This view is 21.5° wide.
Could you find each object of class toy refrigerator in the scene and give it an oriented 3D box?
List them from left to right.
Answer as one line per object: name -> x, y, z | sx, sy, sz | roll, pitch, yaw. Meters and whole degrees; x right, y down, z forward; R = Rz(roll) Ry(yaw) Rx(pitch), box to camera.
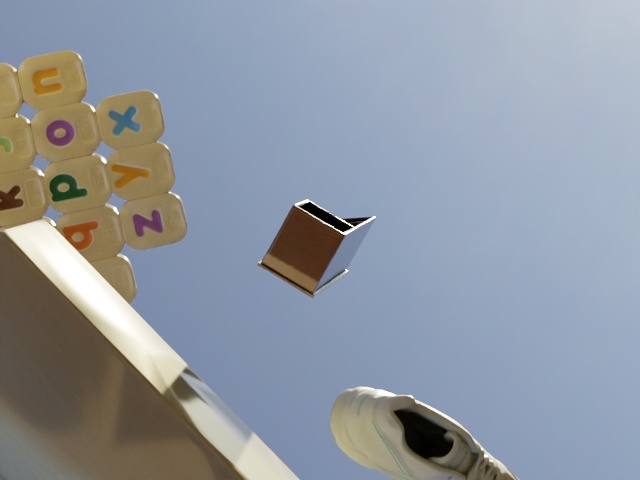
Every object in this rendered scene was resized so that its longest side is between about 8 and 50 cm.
toy refrigerator -> -0.109, 0.120, 0.963 | 0.269, 0.102, 0.094 | 45, -171, 1

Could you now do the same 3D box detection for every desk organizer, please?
desk organizer -> 0.000, 0.000, 1.221 | 0.047, 0.050, 0.130 | 31, -169, 7

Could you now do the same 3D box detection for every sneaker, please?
sneaker -> 0.077, 0.137, 1.001 | 0.152, 0.061, 0.054 | 34, -113, -23

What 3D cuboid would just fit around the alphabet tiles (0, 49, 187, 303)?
alphabet tiles -> -0.292, -0.055, 1.800 | 0.021, 0.277, 0.284 | -113, 10, -77
